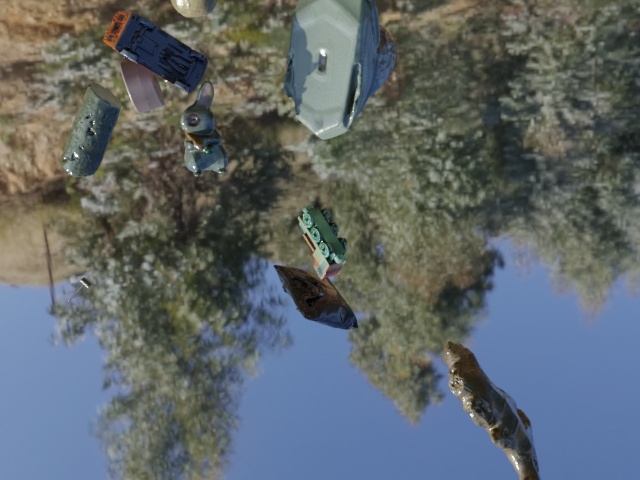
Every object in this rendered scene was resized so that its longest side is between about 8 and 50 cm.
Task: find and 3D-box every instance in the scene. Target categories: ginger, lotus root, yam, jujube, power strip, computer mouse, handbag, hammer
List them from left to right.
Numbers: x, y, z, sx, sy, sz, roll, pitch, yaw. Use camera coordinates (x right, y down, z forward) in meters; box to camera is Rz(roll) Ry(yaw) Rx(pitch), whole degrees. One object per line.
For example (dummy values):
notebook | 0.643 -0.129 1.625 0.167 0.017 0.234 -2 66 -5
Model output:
hammer | -0.804 0.168 2.538 0.110 0.035 0.019 -43 -172 20
yam | -0.433 -0.206 1.447 0.078 0.179 0.078 24 -156 -11
power strip | -0.482 -0.428 2.070 0.078 0.154 0.154 -17 -162 -2
lotus root | -0.397 -0.846 2.316 0.169 0.342 0.151 20 -139 27
handbag | -0.016 0.168 2.325 0.211 0.088 0.254 13 -150 -38
computer mouse | 0.042 -0.472 1.949 0.228 0.429 0.145 19 -155 31
jujube | 0.102 -0.555 2.345 0.246 0.215 0.308 -27 -156 29
ginger | 0.359 0.349 1.564 0.080 0.333 0.166 -43 174 37

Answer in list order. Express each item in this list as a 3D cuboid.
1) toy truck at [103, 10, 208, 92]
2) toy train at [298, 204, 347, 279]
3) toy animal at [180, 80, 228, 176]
toy truck | -0.411 -0.475 1.931 0.114 0.107 0.253 29 -177 43
toy train | 0.000 0.000 1.944 0.074 0.118 0.176 -18 -116 -32
toy animal | -0.309 -0.280 1.948 0.108 0.236 0.138 -19 -161 -21
